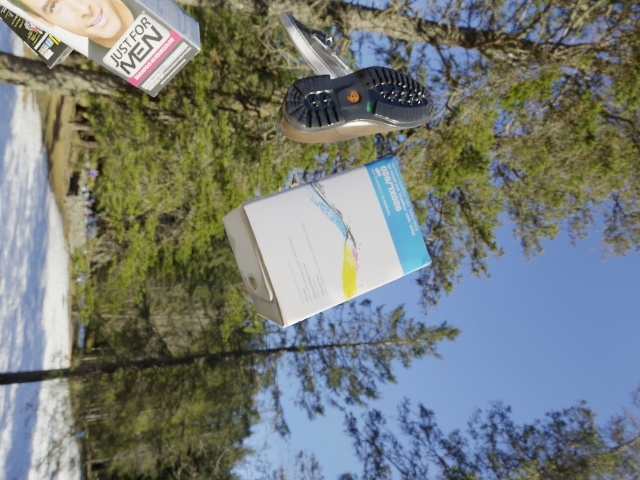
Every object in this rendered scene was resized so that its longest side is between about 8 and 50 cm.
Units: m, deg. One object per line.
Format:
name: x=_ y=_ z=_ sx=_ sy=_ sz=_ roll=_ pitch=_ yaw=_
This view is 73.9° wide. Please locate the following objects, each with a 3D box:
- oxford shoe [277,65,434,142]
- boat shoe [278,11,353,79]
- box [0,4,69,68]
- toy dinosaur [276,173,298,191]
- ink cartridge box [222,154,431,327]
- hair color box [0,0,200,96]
oxford shoe: x=0.048 y=-0.176 z=0.573 sx=0.096 sy=0.227 sz=0.083 roll=155 pitch=-74 yaw=-68
boat shoe: x=-0.011 y=-0.617 z=1.353 sx=0.301 sy=0.102 sz=0.108 roll=51 pitch=6 yaw=3
box: x=-0.761 y=-0.661 z=1.155 sx=0.322 sy=0.257 sz=0.079 roll=-15 pitch=-141 yaw=39
toy dinosaur: x=-0.113 y=-0.100 z=1.174 sx=0.053 sy=0.092 sz=0.183 roll=39 pitch=-79 yaw=13
ink cartridge box: x=0.000 y=0.000 z=0.631 sx=0.171 sy=0.232 sz=0.168 roll=-11 pitch=-81 yaw=69
hair color box: x=-0.461 y=-0.488 z=0.888 sx=0.185 sy=0.374 sz=0.114 roll=-30 pitch=-125 yaw=27
